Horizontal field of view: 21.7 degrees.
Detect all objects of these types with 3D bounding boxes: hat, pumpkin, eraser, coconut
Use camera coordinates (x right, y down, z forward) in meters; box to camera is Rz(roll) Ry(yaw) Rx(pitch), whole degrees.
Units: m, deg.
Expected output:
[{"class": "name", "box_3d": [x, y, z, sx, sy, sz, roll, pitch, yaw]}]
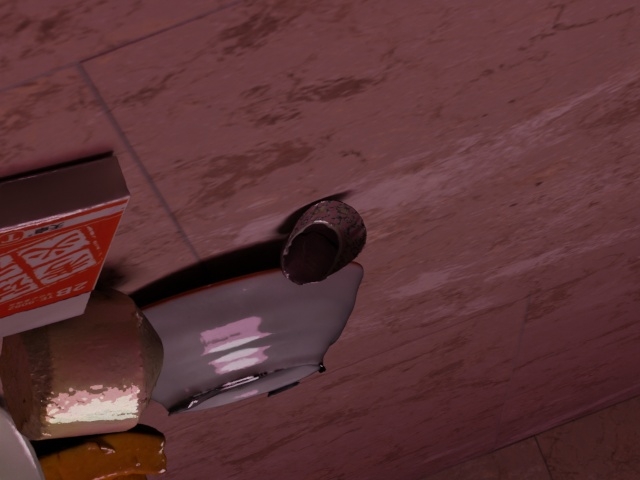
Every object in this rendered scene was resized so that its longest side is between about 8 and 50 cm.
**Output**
[{"class": "hat", "box_3d": [0.001, -0.003, 1.349, 0.058, 0.042, 0.087, 27, 119, -11]}, {"class": "pumpkin", "box_3d": [-0.298, 0.285, 1.854, 0.258, 0.095, 0.290, -21, 170, -19]}, {"class": "eraser", "box_3d": [-0.222, 0.019, 1.118, 0.157, 0.038, 0.230, -16, 164, -21]}, {"class": "coconut", "box_3d": [-0.180, 0.094, 1.296, 0.122, 0.116, 0.116, -7, 161, -27]}]

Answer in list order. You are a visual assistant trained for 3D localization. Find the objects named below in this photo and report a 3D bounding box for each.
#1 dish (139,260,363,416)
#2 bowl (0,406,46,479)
[{"class": "dish", "box_3d": [-0.075, 0.098, 1.471, 0.260, 0.085, 0.260, -16, 168, -3]}, {"class": "bowl", "box_3d": [-0.351, 0.280, 1.468, 0.145, 0.277, 0.277, -7, 170, 17]}]
